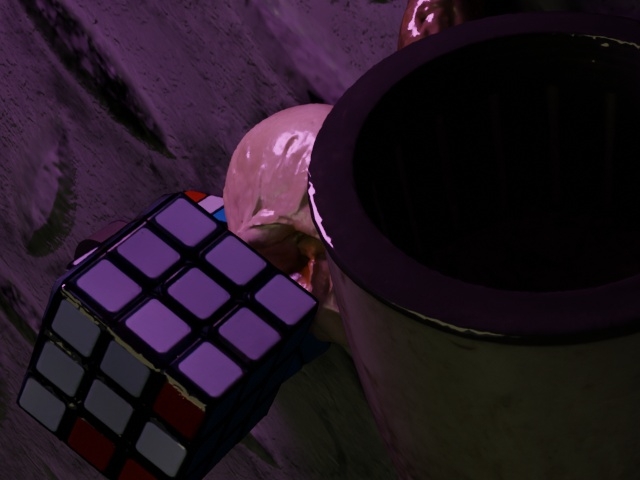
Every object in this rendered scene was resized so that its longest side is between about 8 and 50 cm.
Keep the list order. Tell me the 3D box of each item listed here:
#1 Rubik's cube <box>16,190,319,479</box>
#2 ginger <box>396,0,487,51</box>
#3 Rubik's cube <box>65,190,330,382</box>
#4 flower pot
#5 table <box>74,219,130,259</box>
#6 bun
[{"bbox_3d":[-0.123,0.089,1.523,0.163,0.160,0.162,38,136,10],"label":"Rubik's cube"},{"bbox_3d":[0.074,-0.173,1.336,0.084,0.122,0.290,5,125,14],"label":"ginger"},{"bbox_3d":[-0.110,0.060,1.742,0.154,0.155,0.151,12,127,50],"label":"Rubik's cube"},{"bbox_3d":[0.153,0.064,1.269,0.293,0.293,0.330,31,145,35],"label":"flower pot"},{"bbox_3d":[-0.194,0.047,1.953,0.133,0.043,0.133,35,142,32],"label":"table"},{"bbox_3d":[0.000,0.000,1.564,0.222,0.127,0.222,35,142,33],"label":"bun"}]
